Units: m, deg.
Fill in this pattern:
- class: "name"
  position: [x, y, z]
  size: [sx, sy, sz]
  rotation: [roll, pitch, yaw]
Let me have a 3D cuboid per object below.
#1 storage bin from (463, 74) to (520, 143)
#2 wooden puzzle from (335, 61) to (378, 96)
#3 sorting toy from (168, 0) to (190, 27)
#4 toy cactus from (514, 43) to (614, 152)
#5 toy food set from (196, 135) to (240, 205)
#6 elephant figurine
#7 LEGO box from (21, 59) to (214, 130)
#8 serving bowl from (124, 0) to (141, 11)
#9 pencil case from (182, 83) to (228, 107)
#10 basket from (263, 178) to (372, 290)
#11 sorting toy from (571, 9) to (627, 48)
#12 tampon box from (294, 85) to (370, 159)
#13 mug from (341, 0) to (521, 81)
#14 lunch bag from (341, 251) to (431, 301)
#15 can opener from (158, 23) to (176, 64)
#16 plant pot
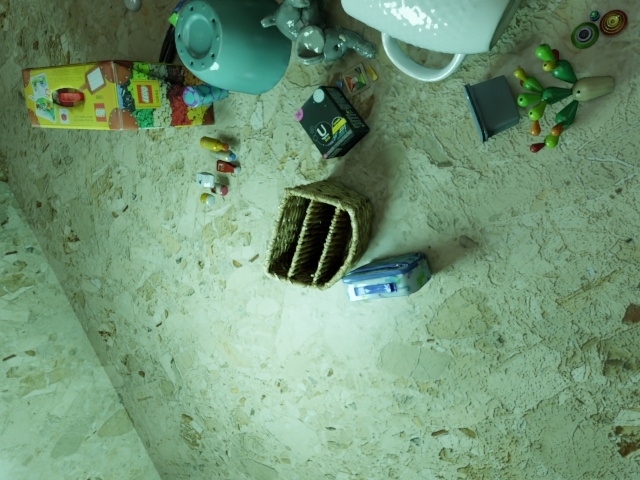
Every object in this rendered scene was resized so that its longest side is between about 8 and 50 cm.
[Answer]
- class: "storage bin"
  position: [0.393, -0.302, 1.062]
  size: [0.091, 0.098, 0.135]
  rotation: [-18, 79, 18]
- class: "wooden puzzle"
  position: [0.097, -0.440, 1.268]
  size: [0.116, 0.014, 0.079]
  rotation: [-28, 87, 37]
- class: "sorting toy"
  position: [-0.334, -0.759, 1.395]
  size: [0.347, 0.196, 0.047]
  rotation: [-19, 134, 37]
- class: "toy cactus"
  position: [0.515, -0.307, 0.988]
  size: [0.180, 0.112, 0.219]
  rotation: [-8, 97, 16]
- class: "toy food set"
  position: [-0.339, -0.227, 1.565]
  size: [0.104, 0.111, 0.232]
  rotation: [18, 111, 29]
- class: "elephant figurine"
  position: [-0.005, -0.540, 1.233]
  size: [0.239, 0.169, 0.186]
  rotation: [59, 157, -14]
- class: "LEGO box"
  position: [-0.668, -0.479, 1.554]
  size: [0.500, 0.372, 0.193]
  rotation: [10, 110, 32]
- class: "serving bowl"
  position: [-0.676, -0.863, 1.658]
  size: [0.083, 0.027, 0.083]
  rotation: [11, 110, 31]
- class: "pencil case"
  position: [-0.366, -0.475, 1.486]
  size: [0.064, 0.151, 0.070]
  rotation: [-29, 97, 40]
- class: "basket"
  position: [0.000, 0.000, 1.336]
  size: [0.213, 0.223, 0.299]
  rotation: [31, 118, 23]
- class: "sorting toy"
  position: [0.559, -0.433, 0.939]
  size: [0.102, 0.042, 0.061]
  rotation: [-17, 94, 37]
- class: "tampon box"
  position: [0.031, -0.328, 1.290]
  size: [0.120, 0.101, 0.161]
  rotation: [-41, 80, 35]
- class: "mug"
  position: [0.246, -0.522, 1.014]
  size: [0.328, 0.276, 0.374]
  rotation: [33, 150, 14]
- class: "lunch bag"
  position: [0.180, 0.103, 1.272]
  size: [0.219, 0.176, 0.090]
  rotation: [-13, 97, 37]
- class: "can opener"
  position: [-0.515, -0.675, 1.588]
  size: [0.059, 0.073, 0.186]
  rotation: [51, 134, 2]
- class: "plant pot"
  position: [-0.270, -0.574, 1.341]
  size: [0.293, 0.235, 0.293]
  rotation: [11, 110, 32]
